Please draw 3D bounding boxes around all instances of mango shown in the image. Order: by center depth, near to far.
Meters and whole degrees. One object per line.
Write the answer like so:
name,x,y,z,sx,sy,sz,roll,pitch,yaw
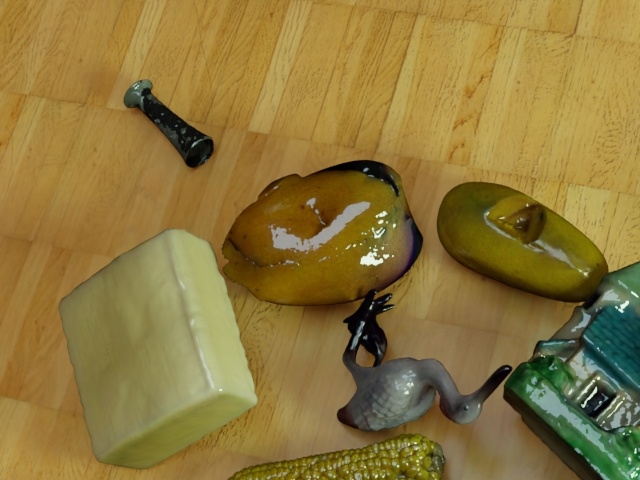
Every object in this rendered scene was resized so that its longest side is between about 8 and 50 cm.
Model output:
mango,0.282,0.005,1.965,0.262,0.167,0.130,27,89,19
mango,0.000,0.000,2.030,0.287,0.152,0.201,-10,61,8

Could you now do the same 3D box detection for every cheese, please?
cheese,-0.233,0.155,1.994,0.242,0.124,0.265,-35,59,29

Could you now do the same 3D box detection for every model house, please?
model house,0.428,0.193,1.790,0.280,0.245,0.312,-45,74,-4

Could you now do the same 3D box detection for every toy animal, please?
toy animal,0.110,0.194,1.896,0.324,0.090,0.195,32,106,52

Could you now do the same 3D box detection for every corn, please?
corn,0.015,0.334,1.909,0.313,0.102,0.102,-14,64,10

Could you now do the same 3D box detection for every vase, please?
vase,-0.240,-0.186,2.224,0.059,0.059,0.167,-43,64,-8
